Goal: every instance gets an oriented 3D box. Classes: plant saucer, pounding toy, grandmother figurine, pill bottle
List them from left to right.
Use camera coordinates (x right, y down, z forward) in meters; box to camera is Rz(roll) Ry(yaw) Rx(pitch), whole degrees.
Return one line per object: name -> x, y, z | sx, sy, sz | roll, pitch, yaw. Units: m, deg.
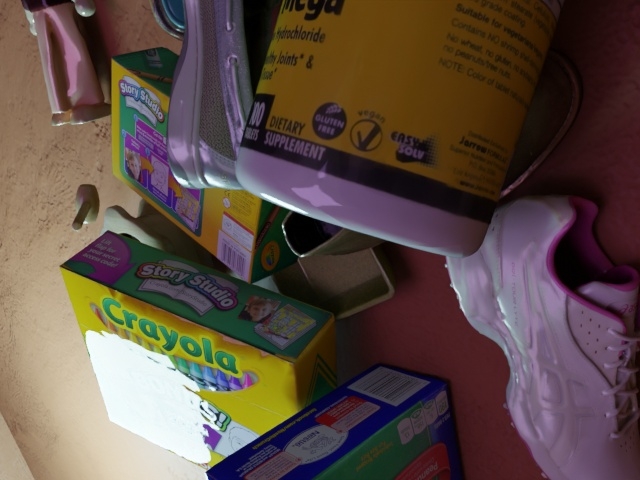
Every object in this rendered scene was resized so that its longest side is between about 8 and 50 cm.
grandmother figurine -> -0.398, -0.346, 1.046 | 0.208, 0.104, 0.342 | 1, 113, 37
pounding toy -> -0.299, 0.028, 1.085 | 0.270, 0.155, 0.154 | 29, 124, 34
plant saucer -> 0.000, 0.000, 0.839 | 0.188, 0.045, 0.188 | -31, 86, 50
pill bottle -> 0.072, -0.171, 0.498 | 0.188, 0.188, 0.333 | 21, 96, 39

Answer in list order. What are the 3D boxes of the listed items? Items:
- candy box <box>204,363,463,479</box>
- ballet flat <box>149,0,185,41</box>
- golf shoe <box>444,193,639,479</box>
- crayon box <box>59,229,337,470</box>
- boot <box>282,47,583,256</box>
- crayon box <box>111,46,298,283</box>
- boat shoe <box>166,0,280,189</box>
candy box -> 0.042, 0.344, 0.799 | 0.122, 0.268, 0.317 | 10, 117, 48
ballet flat -> -0.165, -0.390, 0.772 | 0.123, 0.123, 0.348 | 3, 107, 46
golf shoe -> 0.224, 0.101, 0.605 | 0.140, 0.115, 0.306 | -28, 89, 46
crayon box -> -0.155, 0.181, 0.958 | 0.363, 0.106, 0.313 | 17, 133, 25
boot -> 0.090, -0.062, 0.637 | 0.305, 0.115, 0.112 | -33, 83, 34
crayon box -> -0.137, -0.096, 0.834 | 0.278, 0.081, 0.165 | 36, 132, 29
boat shoe -> -0.073, -0.205, 0.681 | 0.103, 0.118, 0.320 | 6, 84, 14
